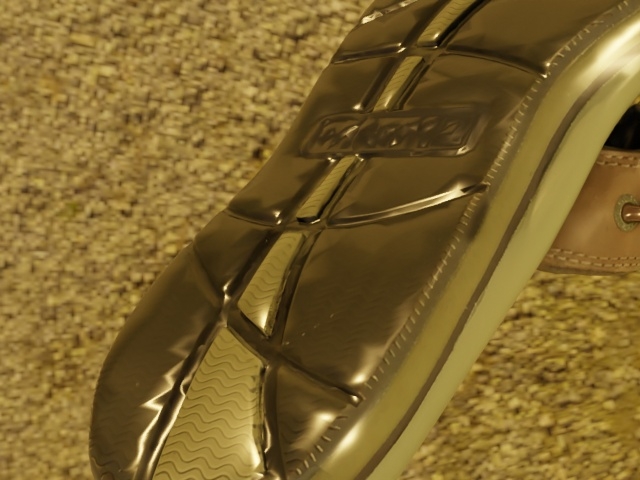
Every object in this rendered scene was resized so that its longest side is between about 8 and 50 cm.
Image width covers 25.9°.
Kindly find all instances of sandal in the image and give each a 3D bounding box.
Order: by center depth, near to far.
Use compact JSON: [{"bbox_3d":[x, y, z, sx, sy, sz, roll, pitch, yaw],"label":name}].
[{"bbox_3d":[0.051,-0.016,0.414,0.120,0.086,0.303,10,50,48],"label":"sandal"}]
